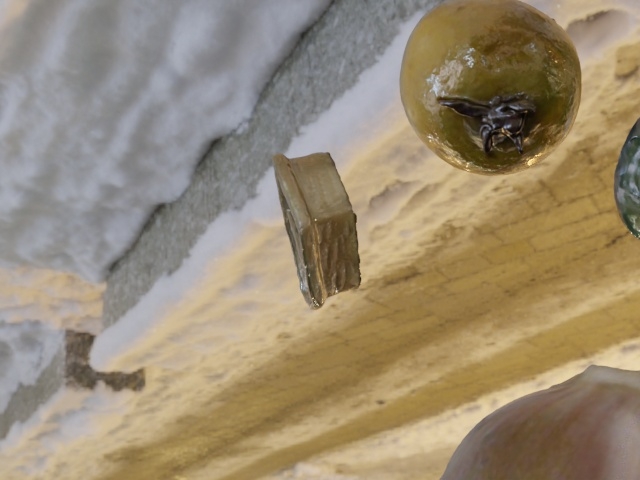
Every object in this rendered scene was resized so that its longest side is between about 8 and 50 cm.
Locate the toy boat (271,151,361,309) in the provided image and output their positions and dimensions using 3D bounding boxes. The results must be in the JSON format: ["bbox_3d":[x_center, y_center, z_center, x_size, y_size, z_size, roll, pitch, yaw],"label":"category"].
[{"bbox_3d":[0.000,0.000,0.731,0.061,0.116,0.188,-16,142,-7],"label":"toy boat"}]

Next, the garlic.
[{"bbox_3d":[0.124,0.205,0.401,0.129,0.266,0.148,8,149,14],"label":"garlic"}]

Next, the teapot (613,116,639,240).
[{"bbox_3d":[0.467,-0.025,0.715,0.201,0.270,0.337,13,-172,-24],"label":"teapot"}]

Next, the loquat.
[{"bbox_3d":[0.215,-0.195,0.887,0.244,0.243,0.244,-4,154,-2],"label":"loquat"}]
